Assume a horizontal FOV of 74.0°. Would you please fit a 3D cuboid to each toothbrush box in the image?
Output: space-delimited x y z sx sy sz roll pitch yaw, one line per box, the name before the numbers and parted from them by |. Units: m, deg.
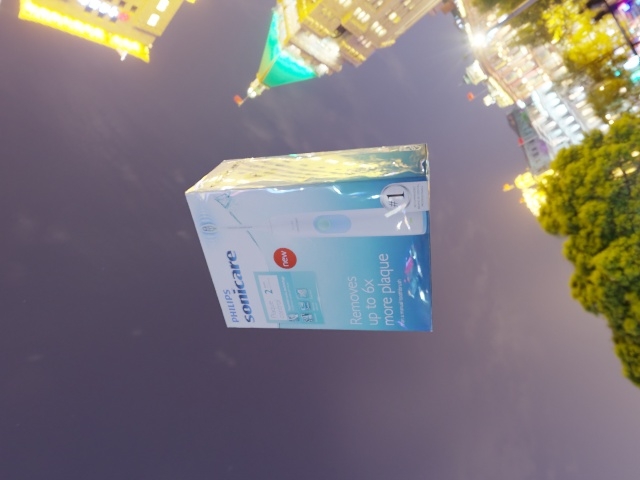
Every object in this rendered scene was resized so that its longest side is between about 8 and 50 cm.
toothbrush box | 0.000 0.000 0.580 0.126 0.295 0.217 -66 -29 -58
